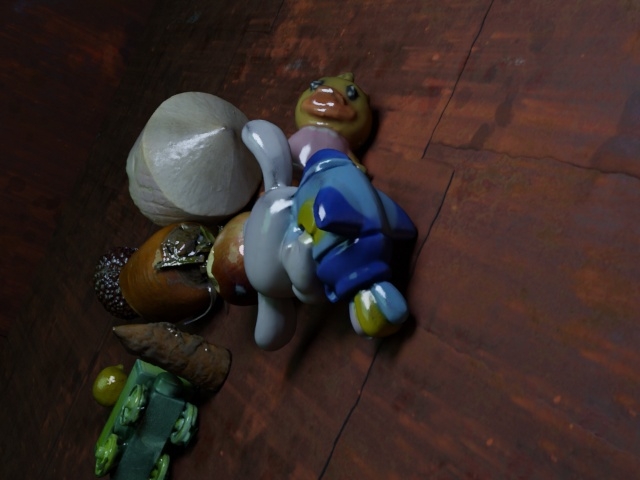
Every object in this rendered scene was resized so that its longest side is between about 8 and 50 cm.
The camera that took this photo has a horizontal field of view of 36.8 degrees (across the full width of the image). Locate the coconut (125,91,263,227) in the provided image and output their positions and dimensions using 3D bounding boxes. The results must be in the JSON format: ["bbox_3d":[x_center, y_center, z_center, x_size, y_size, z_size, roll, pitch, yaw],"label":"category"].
[{"bbox_3d":[-0.265,-0.175,2.096,0.329,0.329,0.328,-43,35,39],"label":"coconut"}]

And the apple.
[{"bbox_3d":[-0.121,0.037,1.757,0.199,0.199,0.199,-43,35,39],"label":"apple"}]

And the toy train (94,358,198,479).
[{"bbox_3d":[-0.354,0.380,1.941,0.271,0.159,0.188,-63,20,7],"label":"toy train"}]

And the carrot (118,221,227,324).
[{"bbox_3d":[-0.298,0.069,2.043,0.331,0.193,0.214,-35,41,47],"label":"carrot"}]

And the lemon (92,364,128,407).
[{"bbox_3d":[-0.504,0.350,2.322,0.110,0.082,0.082,-63,26,1],"label":"lemon"}]

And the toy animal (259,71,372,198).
[{"bbox_3d":[0.011,-0.175,1.721,0.169,0.195,0.281,46,-121,-75],"label":"toy animal"}]

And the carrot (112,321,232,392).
[{"bbox_3d":[-0.290,0.212,1.844,0.102,0.263,0.102,-27,50,37],"label":"carrot"}]

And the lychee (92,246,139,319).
[{"bbox_3d":[-0.471,0.107,2.360,0.188,0.188,0.188,-43,35,39],"label":"lychee"}]

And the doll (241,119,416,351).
[{"bbox_3d":[0.006,-0.003,1.517,0.366,0.187,0.376,4,116,48],"label":"doll"}]
